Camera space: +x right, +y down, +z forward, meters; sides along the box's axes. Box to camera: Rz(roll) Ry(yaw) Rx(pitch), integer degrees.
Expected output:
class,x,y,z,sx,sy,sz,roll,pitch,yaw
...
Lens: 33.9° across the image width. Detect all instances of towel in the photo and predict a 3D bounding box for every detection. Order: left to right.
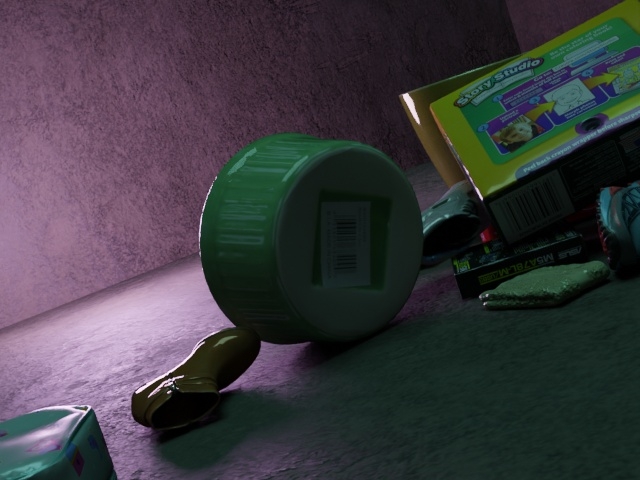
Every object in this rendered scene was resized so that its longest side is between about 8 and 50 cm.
class,x,y,z,sx,sy,sz,roll,pitch,yaw
towel,0.281,0.057,1.326,0.110,0.027,0.148,-23,8,-30

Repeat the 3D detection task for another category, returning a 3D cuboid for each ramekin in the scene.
class,x,y,z,sx,sy,sz,roll,pitch,yaw
ramekin,0.000,0.000,1.444,0.303,0.303,0.148,-23,16,-35

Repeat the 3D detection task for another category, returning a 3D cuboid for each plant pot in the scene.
class,x,y,z,sx,sy,sz,roll,pitch,yaw
plant pot,0.318,-0.172,1.933,0.275,0.293,0.275,-18,6,2

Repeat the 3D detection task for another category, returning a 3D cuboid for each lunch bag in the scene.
class,x,y,z,sx,sy,sz,roll,pitch,yaw
lunch bag,-0.345,0.264,1.003,0.279,0.107,0.224,-19,10,0

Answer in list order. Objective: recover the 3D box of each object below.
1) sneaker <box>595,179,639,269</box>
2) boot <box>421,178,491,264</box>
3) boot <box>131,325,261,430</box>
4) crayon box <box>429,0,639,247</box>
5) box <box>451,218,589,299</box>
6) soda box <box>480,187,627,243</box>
class,x,y,z,sx,sy,sz,roll,pitch,yaw
sneaker,0.441,-0.039,1.345,0.125,0.104,0.262,-11,10,37
boot,0.217,-0.024,1.614,0.258,0.095,0.123,-31,16,-26
boot,-0.144,0.179,1.320,0.197,0.073,0.152,-33,9,-15
crayon box,0.376,-0.186,1.565,0.363,0.106,0.313,-27,32,8
box,0.283,0.023,1.524,0.184,0.045,0.190,-21,6,7
soda box,0.393,-0.070,1.767,0.263,0.092,0.083,-18,6,-2
